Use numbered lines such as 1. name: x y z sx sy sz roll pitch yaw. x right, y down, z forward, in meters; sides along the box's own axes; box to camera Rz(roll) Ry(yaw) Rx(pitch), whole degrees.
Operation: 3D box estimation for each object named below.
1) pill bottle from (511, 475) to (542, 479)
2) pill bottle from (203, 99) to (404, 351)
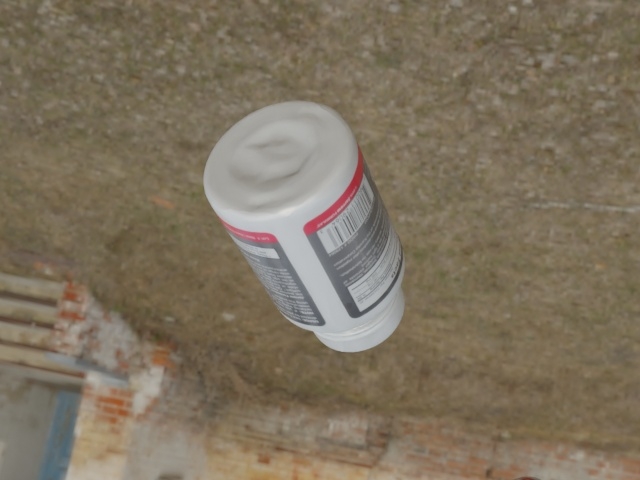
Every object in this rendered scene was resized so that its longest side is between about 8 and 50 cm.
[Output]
1. pill bottle: 0.234 0.469 1.478 0.283 0.161 0.161 -9 179 -30
2. pill bottle: 0.000 0.000 1.169 0.176 0.176 0.318 5 146 26
